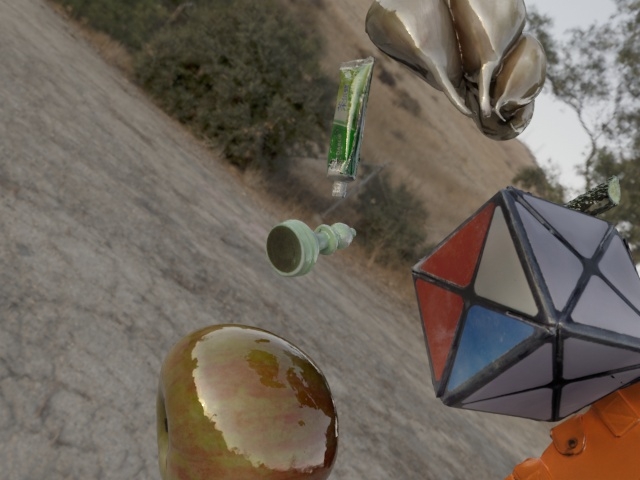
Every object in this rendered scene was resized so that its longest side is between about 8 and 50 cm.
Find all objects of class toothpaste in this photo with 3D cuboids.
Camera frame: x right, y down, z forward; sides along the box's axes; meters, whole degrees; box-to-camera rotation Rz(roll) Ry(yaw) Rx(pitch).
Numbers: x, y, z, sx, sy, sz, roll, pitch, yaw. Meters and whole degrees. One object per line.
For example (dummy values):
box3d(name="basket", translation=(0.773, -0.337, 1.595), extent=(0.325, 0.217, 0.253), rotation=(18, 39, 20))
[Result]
box3d(name="toothpaste", translation=(0.046, -0.193, 1.122), extent=(0.078, 0.248, 0.047), rotation=(1, -11, 41))

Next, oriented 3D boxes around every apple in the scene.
box3d(name="apple", translation=(-0.097, 0.239, 0.877), extent=(0.234, 0.257, 0.257), rotation=(3, 23, -16))

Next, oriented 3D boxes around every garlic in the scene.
box3d(name="garlic", translation=(0.181, -0.239, 0.878), extent=(0.292, 0.210, 0.237), rotation=(-63, 136, -76))

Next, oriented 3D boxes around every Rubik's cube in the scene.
box3d(name="Rubik's cube", translation=(0.382, 0.127, 1.197), extent=(0.310, 0.305, 0.307), rotation=(15, 47, -25))

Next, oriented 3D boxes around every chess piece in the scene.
box3d(name="chess piece", translation=(0.000, 0.000, 1.652), extent=(0.139, 0.139, 0.271), rotation=(46, 36, 23))

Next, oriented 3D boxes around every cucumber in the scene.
box3d(name="cucumber", translation=(0.684, -0.078, 1.769), extent=(0.077, 0.265, 0.077), rotation=(27, 46, -33))

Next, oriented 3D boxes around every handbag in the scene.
box3d(name="handbag", translation=(0.532, 0.453, 1.199), extent=(0.116, 0.410, 0.303), rotation=(30, 19, -34))
